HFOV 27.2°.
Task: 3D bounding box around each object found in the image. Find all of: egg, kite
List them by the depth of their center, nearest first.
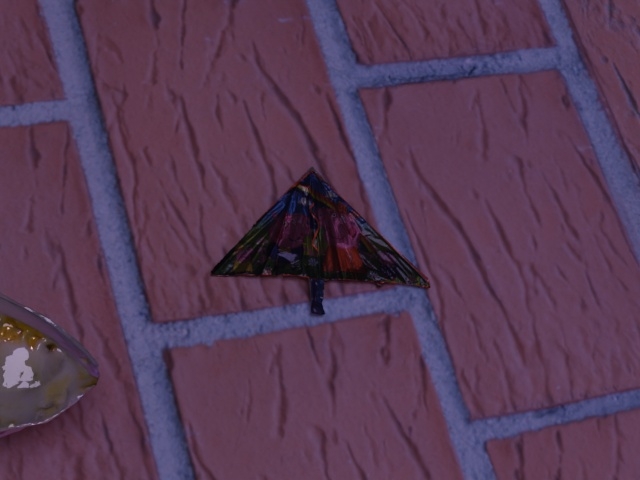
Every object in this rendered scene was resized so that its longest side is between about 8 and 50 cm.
[{"bbox_3d":[-0.425,0.160,1.566,0.271,0.162,0.206,18,20,-47],"label":"egg"},{"bbox_3d":[0.000,0.000,1.865,0.321,0.016,0.234,4,61,-16],"label":"kite"}]
